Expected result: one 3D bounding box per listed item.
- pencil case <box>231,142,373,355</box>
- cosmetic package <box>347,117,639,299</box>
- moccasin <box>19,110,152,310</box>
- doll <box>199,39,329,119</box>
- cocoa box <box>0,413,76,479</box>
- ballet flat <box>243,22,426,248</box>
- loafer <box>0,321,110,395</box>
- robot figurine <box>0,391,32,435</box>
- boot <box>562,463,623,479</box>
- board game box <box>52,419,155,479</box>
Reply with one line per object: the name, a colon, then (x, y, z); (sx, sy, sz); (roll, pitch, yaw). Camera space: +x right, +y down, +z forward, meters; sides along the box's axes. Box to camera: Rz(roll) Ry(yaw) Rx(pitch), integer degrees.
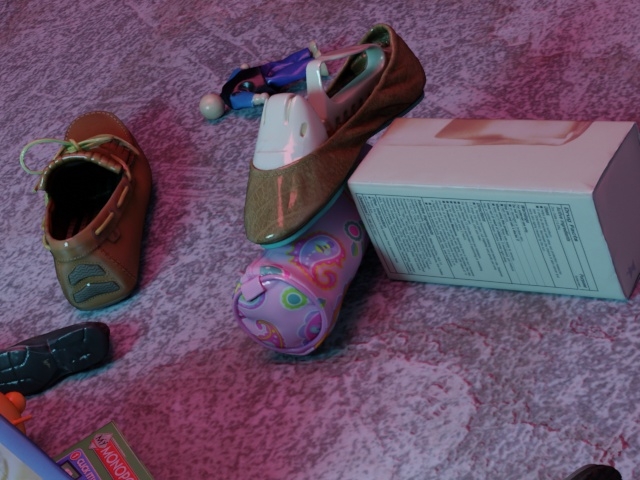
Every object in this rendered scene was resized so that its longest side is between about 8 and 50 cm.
pencil case: (0.000, 0.000, 1.749); (0.124, 0.124, 0.284); (-3, 37, 28)
cosmetic package: (0.199, -0.040, 1.661); (0.296, 0.153, 0.129); (6, 44, 35)
moccasin: (-0.306, -0.068, 2.010); (0.139, 0.147, 0.380); (-16, 34, 12)
doll: (-0.085, -0.222, 2.186); (0.189, 0.046, 0.129); (-23, 32, 0)
cocoa box: (-0.416, 0.282, 1.388); (0.347, 0.231, 0.228); (-50, 12, -15)
ballet flat: (0.005, -0.135, 1.723); (0.116, 0.124, 0.342); (4, 39, 42)
loafer: (-0.326, 0.139, 1.824); (0.170, 0.062, 0.061); (-16, 12, 5)
robot figurine: (-0.402, 0.217, 1.664); (0.219, 0.158, 0.128); (-10, 70, 44)
boot: (0.136, 0.262, 1.343); (0.246, 0.083, 0.161); (-39, 30, -24)
board game box: (-0.231, 0.321, 1.508); (0.213, 0.046, 0.317); (-31, 34, -12)
